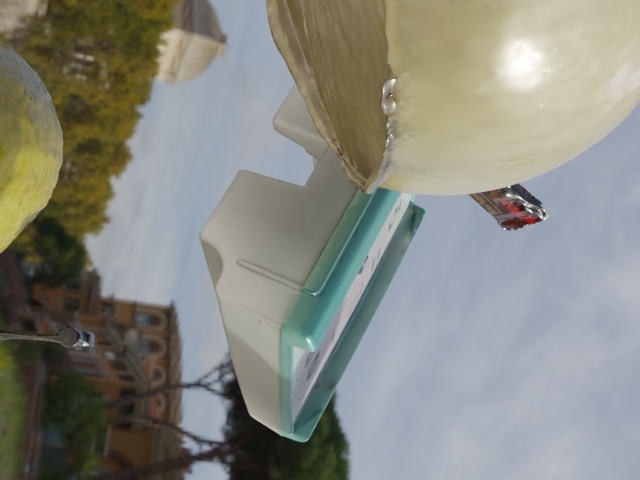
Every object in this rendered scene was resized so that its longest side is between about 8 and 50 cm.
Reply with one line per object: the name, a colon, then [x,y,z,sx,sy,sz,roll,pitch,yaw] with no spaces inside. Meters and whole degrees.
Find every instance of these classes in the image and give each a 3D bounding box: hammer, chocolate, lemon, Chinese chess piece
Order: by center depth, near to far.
Chinese chess piece: [0.045,-0.188,0.520,0.338,0.140,0.338,164,-90,-82]
lemon: [-0.374,-0.086,0.922,0.322,0.268,0.268,-1,103,-76]
hammer: [-0.308,0.087,0.975,0.078,0.200,0.021,56,38,-79]
chocolate: [0.265,-0.067,1.554,0.086,0.182,0.028,-18,-128,34]

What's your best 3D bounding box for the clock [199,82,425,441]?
clock: [0.000,0.000,0.853,0.262,0.116,0.231,-59,167,-26]
